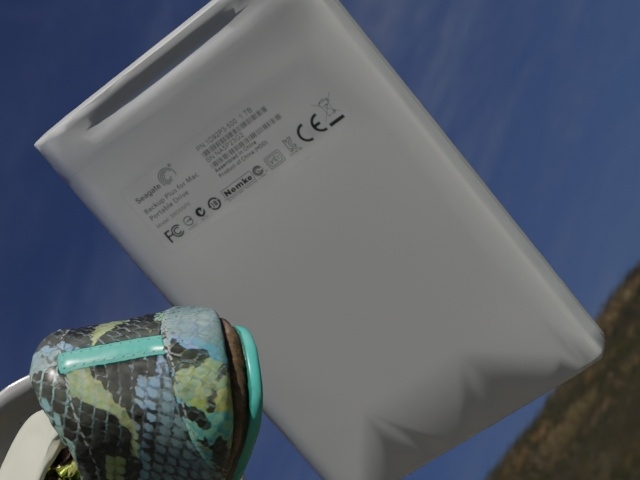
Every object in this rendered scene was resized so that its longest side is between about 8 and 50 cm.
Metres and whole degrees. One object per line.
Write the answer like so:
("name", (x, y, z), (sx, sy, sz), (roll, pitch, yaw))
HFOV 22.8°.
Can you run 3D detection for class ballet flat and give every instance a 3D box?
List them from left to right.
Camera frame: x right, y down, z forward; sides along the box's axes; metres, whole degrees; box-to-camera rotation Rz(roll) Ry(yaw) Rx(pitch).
("ballet flat", (-0.062, 0.086, 0.446), (0.070, 0.070, 0.188), (-47, -22, -44))

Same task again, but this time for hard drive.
("hard drive", (0.000, 0.000, 0.966), (0.203, 0.307, 0.040), (-34, 14, 23))

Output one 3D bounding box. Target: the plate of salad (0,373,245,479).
("plate of salad", (-0.145, 0.176, 1.017), (0.048, 0.200, 0.199), (-169, 99, -82))
